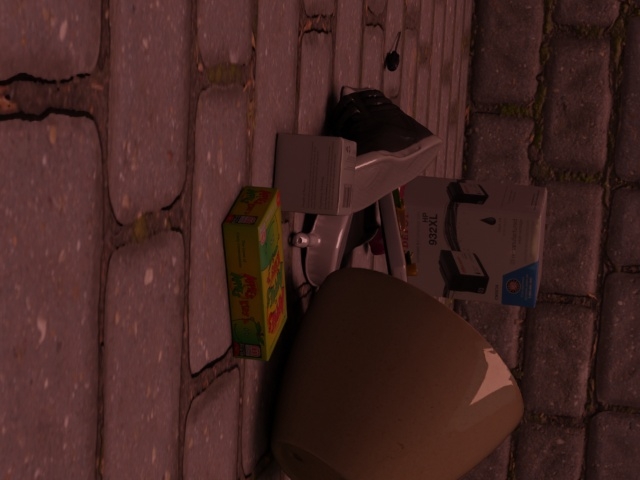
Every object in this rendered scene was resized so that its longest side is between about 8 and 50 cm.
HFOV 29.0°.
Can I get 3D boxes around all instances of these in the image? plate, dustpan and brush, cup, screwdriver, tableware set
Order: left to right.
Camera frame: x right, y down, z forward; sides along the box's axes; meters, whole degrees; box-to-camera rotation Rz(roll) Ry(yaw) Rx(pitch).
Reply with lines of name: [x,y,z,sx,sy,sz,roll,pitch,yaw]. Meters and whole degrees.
dustpan and brush: [0.000,0.000,1.764,0.211,0.060,0.147,-29,133,-83]
plate: [0.075,-0.117,2.070,0.277,0.045,0.278,-27,121,-77]
cup: [0.070,0.235,1.654,0.237,0.331,0.331,-50,152,-26]
screwdriver: [0.143,-0.363,2.365,0.025,0.024,0.170,-58,-171,28]
tableware set: [0.141,-0.007,2.060,0.104,0.024,0.154,77,4,-65]

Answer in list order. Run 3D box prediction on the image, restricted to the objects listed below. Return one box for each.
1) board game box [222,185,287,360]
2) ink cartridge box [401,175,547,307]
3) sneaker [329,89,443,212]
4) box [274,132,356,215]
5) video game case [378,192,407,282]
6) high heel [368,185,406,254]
board game box: [-0.074,0.038,1.432,0.092,0.043,0.181,-67,158,-57]
ink cartridge box: [0.300,0.000,2.540,0.129,0.307,0.223,-63,155,-55]
sneaker: [0.048,-0.136,1.807,0.296,0.147,0.104,-26,152,-52]
box: [-0.006,-0.084,1.595,0.101,0.087,0.102,-7,101,-78]
video game case: [0.118,0.015,2.007,0.206,0.026,0.227,79,3,-52]
high heel: [0.120,-0.096,2.274,0.117,0.082,0.244,131,-41,-60]
